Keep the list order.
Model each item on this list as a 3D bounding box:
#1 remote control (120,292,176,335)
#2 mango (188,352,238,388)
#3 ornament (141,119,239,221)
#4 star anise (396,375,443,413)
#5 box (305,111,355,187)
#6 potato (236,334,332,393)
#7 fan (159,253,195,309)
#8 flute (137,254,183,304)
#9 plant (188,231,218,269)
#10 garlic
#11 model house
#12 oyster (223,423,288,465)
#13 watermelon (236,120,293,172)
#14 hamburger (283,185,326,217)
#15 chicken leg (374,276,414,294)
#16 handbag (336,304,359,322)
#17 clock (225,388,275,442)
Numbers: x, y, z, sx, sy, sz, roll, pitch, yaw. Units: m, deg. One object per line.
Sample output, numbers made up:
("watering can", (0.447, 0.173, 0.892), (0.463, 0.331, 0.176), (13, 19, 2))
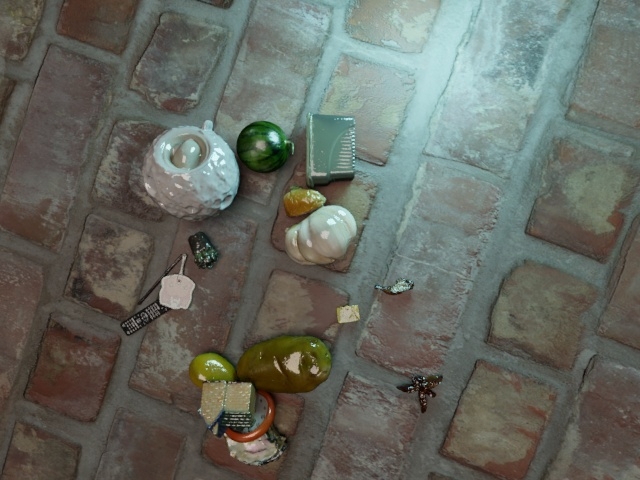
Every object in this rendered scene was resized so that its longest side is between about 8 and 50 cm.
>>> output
("remote control", (-0.677, 0.292, 1.654), (0.245, 0.025, 0.063), (-32, 88, 4))
("mango", (-0.400, 0.502, 1.577), (0.195, 0.137, 0.098), (33, 136, 1))
("ornament", (-0.452, -0.229, 1.492), (0.336, 0.337, 0.338), (0, 90, 5))
("star anise", (0.369, 0.540, 1.498), (0.140, 0.144, 0.158), (35, 92, -3))
("box", (0.036, -0.326, 1.538), (0.178, 0.138, 0.275), (0, 90, 1))
("potato", (-0.135, 0.457, 1.543), (0.368, 0.177, 0.196), (-8, 123, 12))
("fan", (-0.551, 0.159, 1.638), (0.131, 0.009, 0.220), (11, 88, -9))
("flute", (-0.633, 0.156, 1.656), (0.014, 0.014, 0.269), (43, 93, 4))
("plant", (-0.448, 0.041, 1.605), (0.091, 0.094, 0.143), (-27, 76, -10))
("garlic", (0.005, 0.001, 1.514), (0.280, 0.185, 0.203), (-32, 103, 4))
("model house", (-0.318, 0.596, 1.460), (0.182, 0.167, 0.172), (-5, 49, 3))
("oyster", (-0.247, 0.737, 1.581), (0.259, 0.092, 0.199), (11, 88, 23))
("watermelon", (-0.198, -0.343, 1.528), (0.214, 0.188, 0.188), (-13, 88, 19))
("hamburger", (-0.077, -0.145, 1.533), (0.175, 0.087, 0.102), (-16, 126, 30))
("chicken leg", (0.275, 0.174, 1.559), (0.144, 0.037, 0.062), (-16, 66, 4))
("handbag", (0.104, 0.275, 1.579), (0.083, 0.027, 0.061), (-10, 88, 3))
("clock", (-0.265, 0.638, 1.546), (0.205, 0.205, 0.051), (-12, 132, 5))
